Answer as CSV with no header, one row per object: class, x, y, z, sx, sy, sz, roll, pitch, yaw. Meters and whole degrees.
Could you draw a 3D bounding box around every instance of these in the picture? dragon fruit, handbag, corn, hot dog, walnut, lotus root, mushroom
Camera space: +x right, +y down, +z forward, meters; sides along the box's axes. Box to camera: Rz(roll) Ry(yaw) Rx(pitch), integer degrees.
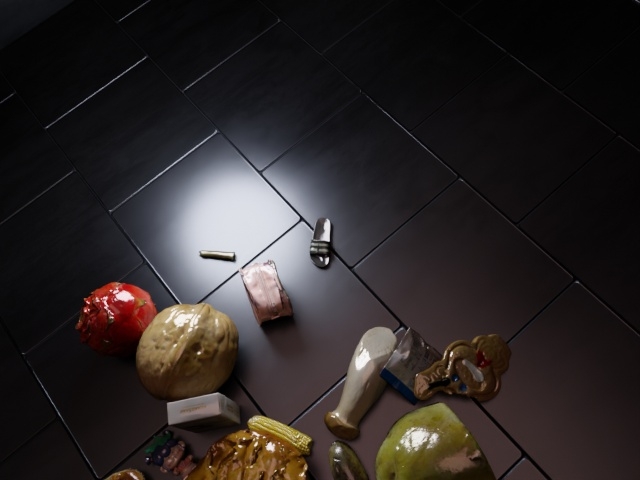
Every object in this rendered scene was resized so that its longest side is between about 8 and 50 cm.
dragon fruit,-0.626,0.246,1.859,0.240,0.252,0.241,-22,38,18
handbag,-0.172,0.161,1.879,0.116,0.179,0.205,-20,66,-9
corn,-0.119,0.567,1.751,0.206,0.067,0.067,17,70,14
hot dog,-0.622,0.747,1.737,0.252,0.069,0.131,-15,66,2
walnut,-0.395,0.332,1.790,0.277,0.252,0.313,6,60,23
lotus root,0.077,0.648,1.683,0.089,0.080,0.179,-28,67,-7
mushroom,0.127,0.412,1.761,0.128,0.128,0.350,25,76,17

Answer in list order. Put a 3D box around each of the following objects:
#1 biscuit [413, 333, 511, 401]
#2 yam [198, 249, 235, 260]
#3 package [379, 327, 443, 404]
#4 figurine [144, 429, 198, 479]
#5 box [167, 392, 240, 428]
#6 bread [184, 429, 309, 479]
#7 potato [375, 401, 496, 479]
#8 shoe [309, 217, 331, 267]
biscuit,0.416,0.384,1.747,0.319,0.047,0.184,-12,72,-9
yam,-0.354,0.050,2.029,0.129,0.027,0.033,2,66,9
package,0.270,0.369,1.756,0.171,0.027,0.173,44,75,-24
figurine,-0.424,0.643,1.742,0.195,0.102,0.111,37,64,17
box,-0.328,0.497,1.717,0.149,0.233,0.067,-14,66,1
bread,-0.187,0.720,1.616,0.397,0.215,0.398,-3,65,6
potato,0.285,0.614,1.601,0.280,0.213,0.330,-25,64,-4
shoe,0.000,0.000,1.992,0.071,0.049,0.179,2,67,9
